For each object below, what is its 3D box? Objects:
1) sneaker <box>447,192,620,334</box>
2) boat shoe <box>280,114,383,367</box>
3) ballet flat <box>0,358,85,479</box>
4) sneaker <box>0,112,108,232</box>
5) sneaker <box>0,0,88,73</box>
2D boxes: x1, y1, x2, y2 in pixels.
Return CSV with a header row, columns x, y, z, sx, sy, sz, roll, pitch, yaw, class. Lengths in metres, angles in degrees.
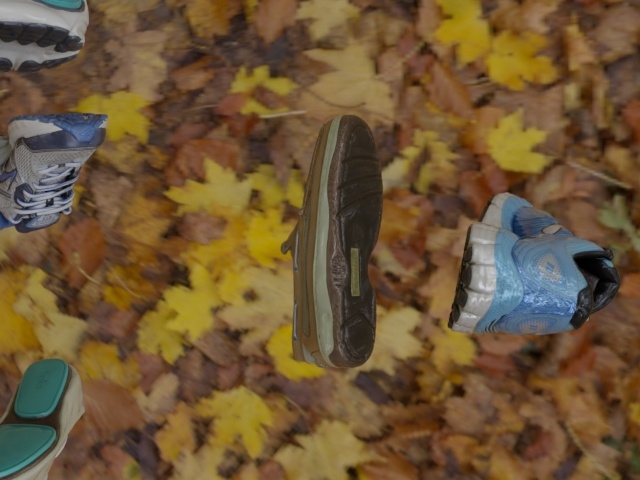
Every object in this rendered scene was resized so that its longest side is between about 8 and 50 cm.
x,y,z,sx,sy,sz,roll,pitch,yaw,class
0.107,0.020,0.720,0.073,0.162,0.063,13,103,10,sneaker
0.000,0.000,1.120,0.068,0.072,0.190,14,78,-51,boat shoe
-0.290,0.206,1.492,0.086,0.248,0.086,4,113,9,ballet flat
-0.150,-0.035,0.814,0.052,0.135,0.058,-6,85,-30,sneaker
-0.324,-0.206,1.204,0.275,0.107,0.110,7,62,-27,sneaker
